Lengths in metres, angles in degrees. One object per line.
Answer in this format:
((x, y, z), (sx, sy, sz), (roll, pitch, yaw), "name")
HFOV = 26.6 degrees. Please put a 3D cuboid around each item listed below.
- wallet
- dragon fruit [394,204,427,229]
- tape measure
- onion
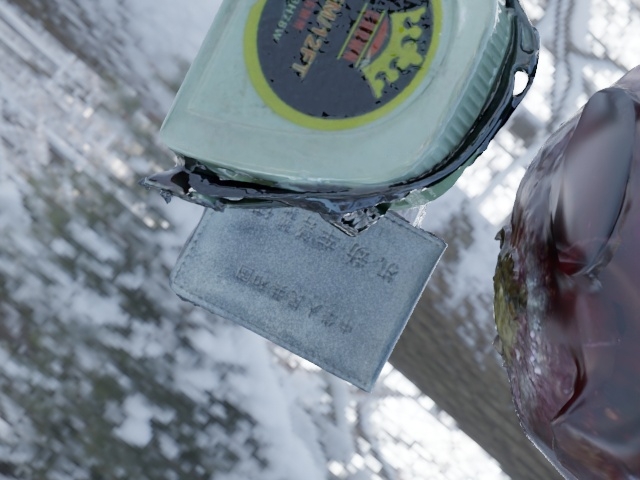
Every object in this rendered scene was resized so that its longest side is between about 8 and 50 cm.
((-0.015, 0.022, 1.251), (0.167, 0.222, 0.036), (-62, 179, -2), "wallet")
((0.000, 0.000, 1.598), (0.221, 0.204, 0.283), (-63, 174, -13), "dragon fruit")
((0.022, -0.095, 0.888), (0.235, 0.207, 0.115), (-64, 159, -2), "tape measure")
((0.369, 0.058, 1.153), (0.398, 0.420, 0.398), (-171, -90, -85), "onion")
